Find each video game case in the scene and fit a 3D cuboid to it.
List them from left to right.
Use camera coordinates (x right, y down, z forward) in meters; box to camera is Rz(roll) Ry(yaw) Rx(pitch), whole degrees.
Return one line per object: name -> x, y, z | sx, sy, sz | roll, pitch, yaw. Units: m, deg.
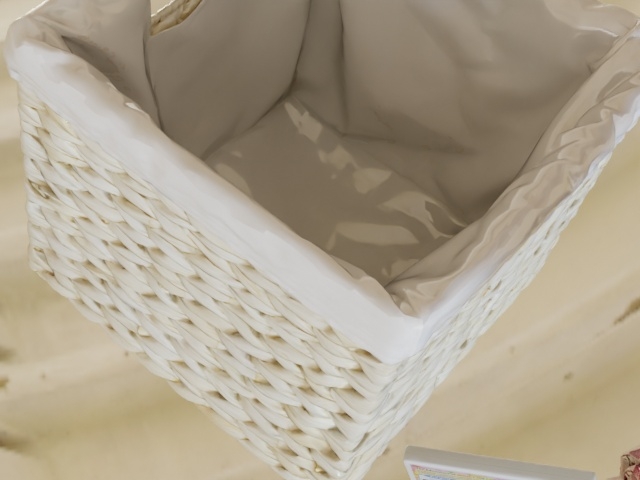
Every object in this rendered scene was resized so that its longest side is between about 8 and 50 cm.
video game case -> 0.157, 0.216, 1.133 | 0.157, 0.143, 0.019 | 6, -117, 16

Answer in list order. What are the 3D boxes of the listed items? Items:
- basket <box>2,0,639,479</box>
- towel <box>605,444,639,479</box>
basket -> 0.006, -0.053, 0.942 | 0.331, 0.266, 0.328 | 35, -125, 16
towel -> 0.284, 0.046, 0.648 | 0.329, 0.237, 0.037 | -31, -107, -2
